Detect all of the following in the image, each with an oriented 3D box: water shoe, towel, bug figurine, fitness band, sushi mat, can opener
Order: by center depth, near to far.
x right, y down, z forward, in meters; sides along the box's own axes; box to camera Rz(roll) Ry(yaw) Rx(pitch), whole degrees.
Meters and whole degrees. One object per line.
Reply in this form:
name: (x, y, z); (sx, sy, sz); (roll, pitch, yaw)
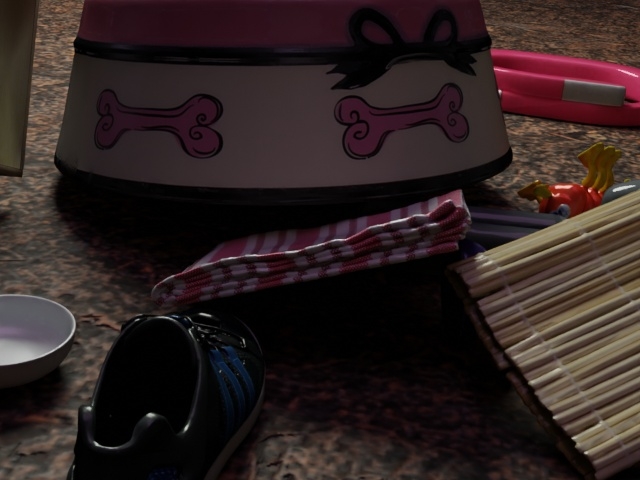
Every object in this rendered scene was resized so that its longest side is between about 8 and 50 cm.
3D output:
water shoe: (-0.068, 0.069, 0.463); (0.073, 0.080, 0.203); (6, 23, 2)
sushi mat: (0.242, 0.020, 0.559); (0.316, 0.019, 0.151); (-21, 59, -20)
towel: (0.000, 0.000, 0.598); (0.197, 0.029, 0.144); (-12, 6, 9)
can opener: (0.167, -0.008, 0.688); (0.280, 0.093, 0.074); (2, 19, 6)
bug figurine: (0.312, -0.068, 0.741); (0.216, 0.279, 0.072); (5, 60, -41)
fitness band: (0.320, -0.208, 1.224); (0.290, 0.054, 0.209); (11, 21, 11)

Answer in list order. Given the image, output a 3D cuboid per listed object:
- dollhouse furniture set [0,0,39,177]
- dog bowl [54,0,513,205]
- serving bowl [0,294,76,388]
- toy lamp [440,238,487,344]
dollhouse furniture set: (-0.356, -0.143, 0.702); (0.242, 0.161, 0.212); (6, 0, 0)
dog bowl: (-0.033, -0.149, 0.816); (0.408, 0.150, 0.408); (0, 16, 0)
serving bowl: (-0.183, 0.061, 0.524); (0.083, 0.027, 0.083); (5, 24, -2)
toy lamp: (0.221, 0.038, 0.605); (0.274, 0.080, 0.080); (1, 24, -4)
